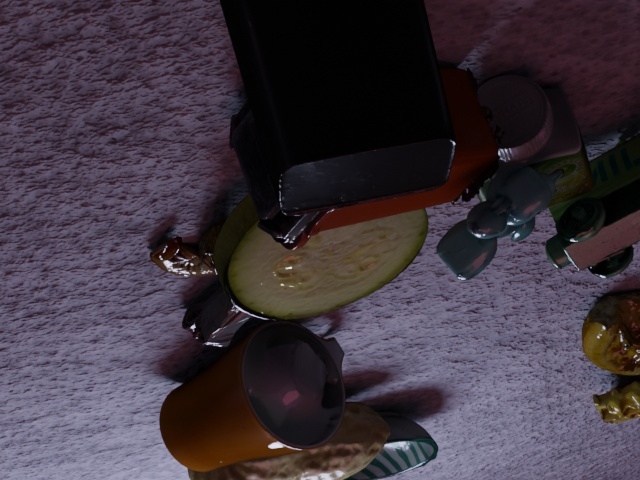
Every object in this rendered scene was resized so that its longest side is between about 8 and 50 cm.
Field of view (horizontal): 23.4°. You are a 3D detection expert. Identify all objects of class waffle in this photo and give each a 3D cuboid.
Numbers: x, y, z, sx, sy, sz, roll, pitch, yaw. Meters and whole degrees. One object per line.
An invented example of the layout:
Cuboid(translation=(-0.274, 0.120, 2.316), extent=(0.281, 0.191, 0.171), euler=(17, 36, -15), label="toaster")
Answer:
Cuboid(translation=(0.588, 0.257, 2.654), extent=(0.219, 0.057, 0.229), euler=(-21, 168, 15), label="waffle")

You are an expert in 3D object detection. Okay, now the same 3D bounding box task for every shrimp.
Cuboid(translation=(-0.147, 0.004, 1.809), extent=(0.095, 0.045, 0.162), euler=(14, 155, -9), label="shrimp")

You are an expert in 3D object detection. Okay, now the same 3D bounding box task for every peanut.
Cuboid(translation=(-0.050, 0.322, 2.420), extent=(0.325, 0.140, 0.153), euler=(-12, 139, -8), label="peanut")

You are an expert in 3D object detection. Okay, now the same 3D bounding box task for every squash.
Cuboid(translation=(0.000, 0.000, 1.778), extent=(0.252, 0.049, 0.252), euler=(-17, 145, -12), label="squash")

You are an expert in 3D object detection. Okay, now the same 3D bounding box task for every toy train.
Cuboid(translation=(0.367, -0.063, 1.786), extent=(0.253, 0.157, 0.105), euler=(-30, 127, 19), label="toy train")

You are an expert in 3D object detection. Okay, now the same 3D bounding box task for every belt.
Cuboid(translation=(-0.096, 0.071, 1.923), extent=(0.053, 0.071, 0.232), euler=(11, 146, -34), label="belt")

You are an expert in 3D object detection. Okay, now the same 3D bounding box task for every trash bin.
Cuboid(translation=(0.014, -0.151, 1.315), extent=(0.165, 0.225, 0.115), euler=(-10, 155, -7), label="trash bin")
Cuboid(translation=(0.052, -0.103, 1.542), extent=(0.239, 0.161, 0.184), euler=(-8, 157, -31), label="trash bin")

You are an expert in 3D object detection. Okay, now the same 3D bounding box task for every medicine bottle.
Cuboid(translation=(0.219, -0.103, 1.694), extent=(0.132, 0.088, 0.188), euler=(-17, 156, 11), label="medicine bottle")

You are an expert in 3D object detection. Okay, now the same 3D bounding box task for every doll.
Cuboid(translation=(0.187, -0.026, 1.599), extent=(0.159, 0.059, 0.158), euler=(-31, 167, -40), label="doll")

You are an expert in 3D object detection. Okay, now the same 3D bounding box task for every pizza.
Cuboid(translation=(0.499, 0.159, 2.425), extent=(0.258, 0.087, 0.268), euler=(-3, 156, -17), label="pizza")

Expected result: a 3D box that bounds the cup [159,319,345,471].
Cuboid(translation=(-0.088, 0.220, 2.174), extent=(0.264, 0.182, 0.226), euler=(-28, -176, 44), label="cup")

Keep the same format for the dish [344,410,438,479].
Cuboid(translation=(0.084, 0.346, 2.607), extent=(0.246, 0.078, 0.224), euler=(-33, 149, 34), label="dish")
